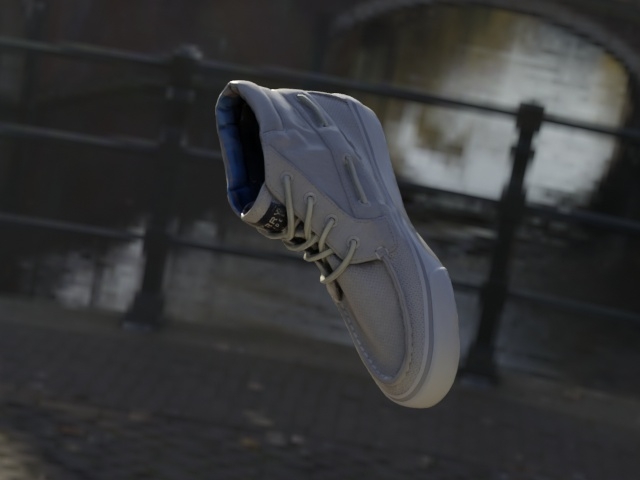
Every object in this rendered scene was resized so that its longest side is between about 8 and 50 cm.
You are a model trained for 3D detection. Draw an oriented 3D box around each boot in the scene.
[{"bbox_3d":[0.000,0.000,1.229,0.123,0.095,0.258,8,45,-35],"label":"boot"}]
